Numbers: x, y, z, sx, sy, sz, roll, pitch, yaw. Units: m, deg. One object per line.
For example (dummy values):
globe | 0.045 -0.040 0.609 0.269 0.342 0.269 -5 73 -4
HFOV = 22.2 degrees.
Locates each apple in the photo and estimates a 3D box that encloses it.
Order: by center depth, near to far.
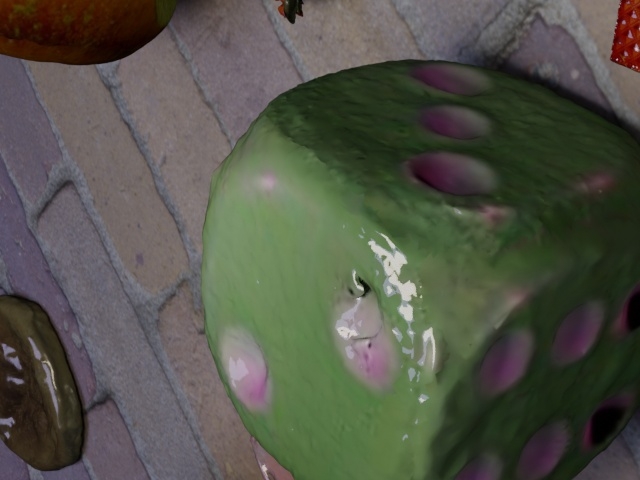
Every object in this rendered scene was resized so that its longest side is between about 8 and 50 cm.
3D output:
apple | -0.305 -0.375 1.790 0.384 0.374 0.374 -146 48 -60

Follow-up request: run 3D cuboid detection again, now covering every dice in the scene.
dice | 0.104 0.041 1.448 0.330 0.322 0.318 37 132 41

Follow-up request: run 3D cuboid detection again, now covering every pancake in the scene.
pancake | -0.452 0.223 2.501 0.294 0.049 0.294 25 124 44

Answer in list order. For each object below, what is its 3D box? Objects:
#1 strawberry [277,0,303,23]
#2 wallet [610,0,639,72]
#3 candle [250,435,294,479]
strawberry | -0.055 -0.338 1.697 0.236 0.106 0.175 52 176 28
wallet | 0.294 -0.223 1.338 0.103 0.020 0.196 33 129 41
candle | 0.055 0.291 1.796 0.317 0.131 0.287 33 137 54
